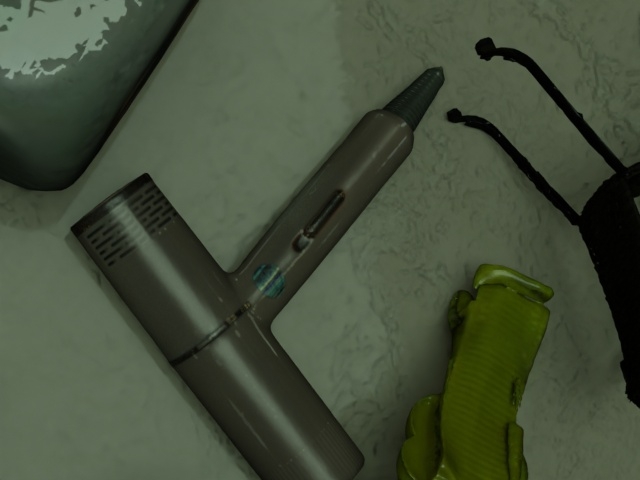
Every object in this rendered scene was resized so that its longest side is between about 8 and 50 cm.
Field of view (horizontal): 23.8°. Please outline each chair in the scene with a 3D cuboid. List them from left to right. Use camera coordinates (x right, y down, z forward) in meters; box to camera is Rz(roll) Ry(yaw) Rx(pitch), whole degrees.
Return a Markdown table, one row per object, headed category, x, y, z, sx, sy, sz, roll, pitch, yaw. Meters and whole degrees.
| category | x | y | z | sx | sy | sz | roll | pitch | yaw |
| --- | --- | --- | --- | --- | --- | --- | --- | --- | --- |
| chair | 0.178 | -0.029 | 0.805 | 0.149 | 0.174 | 0.213 | -22 | 79 | -10 |

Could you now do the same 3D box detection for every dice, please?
| category | x | y | z | sx | sy | sz | roll | pitch | yaw |
| --- | --- | --- | --- | --- | --- | --- | --- | --- | --- |
| dice | -0.153 | -0.147 | 0.726 | 0.194 | 0.192 | 0.193 | 31 | 80 | -7 |

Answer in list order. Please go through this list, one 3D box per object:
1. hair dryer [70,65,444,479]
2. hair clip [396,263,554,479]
| category | x | y | z | sx | sy | sz | roll | pitch | yaw |
| --- | --- | --- | --- | --- | --- | --- | --- | --- | --- |
| hair dryer | 0.009 | 0.008 | 0.826 | 0.220 | 0.053 | 0.195 | -37 | 94 | -20 |
| hair clip | 0.079 | 0.086 | 0.786 | 0.072 | 0.046 | 0.173 | 25 | 45 | -9 |
